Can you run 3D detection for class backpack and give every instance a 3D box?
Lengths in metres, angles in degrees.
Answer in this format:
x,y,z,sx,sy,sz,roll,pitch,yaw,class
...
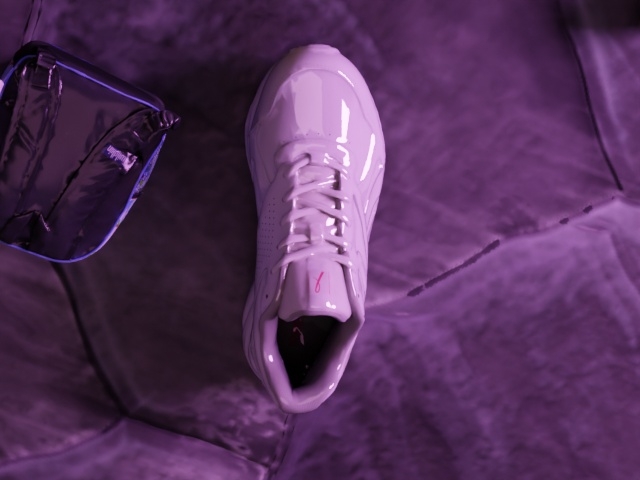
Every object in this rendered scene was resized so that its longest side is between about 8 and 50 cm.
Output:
x,y,z,sx,sy,sz,roll,pitch,yaw,class
-0.154,-0.050,1.043,0.105,0.084,0.114,25,99,-13,backpack

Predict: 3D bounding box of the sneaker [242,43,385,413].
x,y,z,sx,sy,sz,roll,pitch,yaw,class
0.000,0.000,1.060,0.090,0.115,0.232,-1,109,-6,sneaker

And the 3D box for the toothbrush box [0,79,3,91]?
x,y,z,sx,sy,sz,roll,pitch,yaw,class
-0.331,0.003,0.980,0.206,0.122,0.283,8,109,-43,toothbrush box
